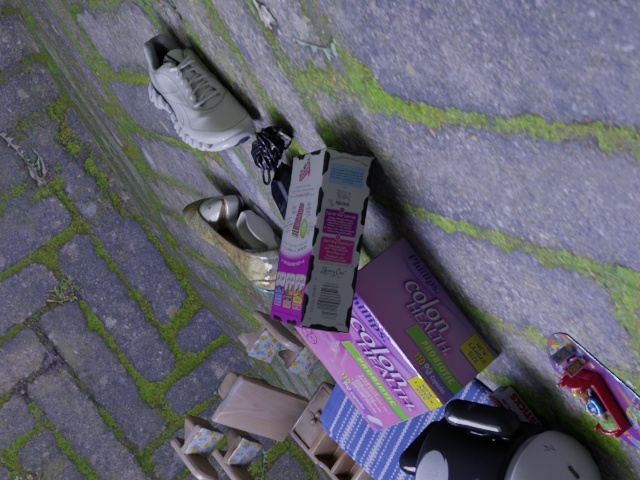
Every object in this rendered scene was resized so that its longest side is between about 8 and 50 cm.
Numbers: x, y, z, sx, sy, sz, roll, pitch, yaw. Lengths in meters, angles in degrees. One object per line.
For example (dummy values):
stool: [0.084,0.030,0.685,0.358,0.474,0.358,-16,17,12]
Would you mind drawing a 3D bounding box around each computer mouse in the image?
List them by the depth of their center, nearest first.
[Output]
computer mouse: [-0.020,-0.054,1.605,0.272,0.072,0.188,65,168,1]

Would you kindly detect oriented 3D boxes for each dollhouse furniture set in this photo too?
dollhouse furniture set: [-0.054,0.416,2.283,0.394,0.362,0.256,27,-172,-44]

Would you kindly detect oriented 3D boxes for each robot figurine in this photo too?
robot figurine: [0.243,0.323,1.375,0.278,0.173,0.209,4,163,47]

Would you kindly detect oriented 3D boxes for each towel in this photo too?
towel: [0.139,0.281,1.646,0.040,0.243,0.336,13,-164,-40]

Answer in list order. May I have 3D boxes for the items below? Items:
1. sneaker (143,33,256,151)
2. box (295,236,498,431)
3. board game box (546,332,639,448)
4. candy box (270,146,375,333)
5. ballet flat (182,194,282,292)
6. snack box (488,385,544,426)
sneaker: [-0.210,-0.244,1.677,0.292,0.110,0.118,40,152,40]
box: [0.099,0.143,1.476,0.213,0.117,0.243,53,152,3]
board game box: [0.312,0.185,1.178,0.169,0.033,0.133,45,164,31]
candy box: [0.000,0.000,1.365,0.159,0.071,0.233,-178,96,-73]
ballet flat: [-0.168,-0.026,2.067,0.348,0.123,0.123,41,162,41]
snack box: [0.309,0.284,1.446,0.178,0.022,0.064,52,164,4]
